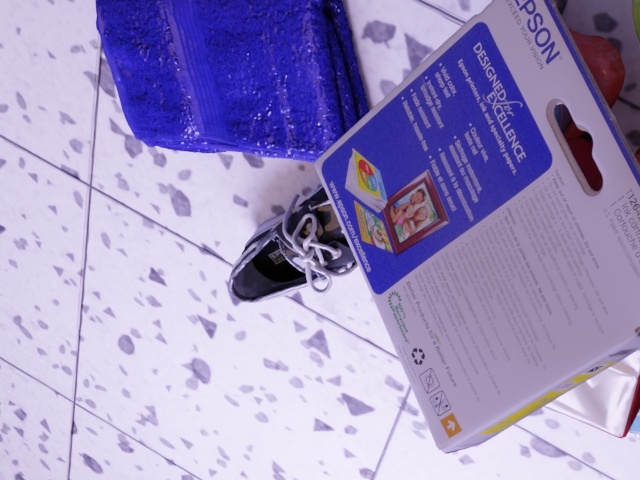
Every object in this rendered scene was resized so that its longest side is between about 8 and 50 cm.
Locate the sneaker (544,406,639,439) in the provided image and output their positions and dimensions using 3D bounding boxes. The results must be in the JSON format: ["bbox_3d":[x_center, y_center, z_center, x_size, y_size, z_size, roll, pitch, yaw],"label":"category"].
[{"bbox_3d":[0.379,0.207,1.333,0.319,0.127,0.208,-1,123,38],"label":"sneaker"}]

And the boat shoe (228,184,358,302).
[{"bbox_3d":[-0.003,-0.003,1.441,0.306,0.105,0.113,-21,111,45],"label":"boat shoe"}]

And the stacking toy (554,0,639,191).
[{"bbox_3d":[0.229,-0.137,1.069,0.309,0.130,0.279,37,138,33],"label":"stacking toy"}]

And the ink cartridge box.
[{"bbox_3d":[0.154,-0.018,1.067,0.307,0.072,0.303,-39,65,39],"label":"ink cartridge box"}]

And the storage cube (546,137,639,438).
[{"bbox_3d":[0.259,0.039,1.222,0.215,0.193,0.183,23,136,20],"label":"storage cube"}]

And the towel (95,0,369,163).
[{"bbox_3d":[-0.103,-0.183,1.379,0.308,0.076,0.227,6,130,32],"label":"towel"}]
